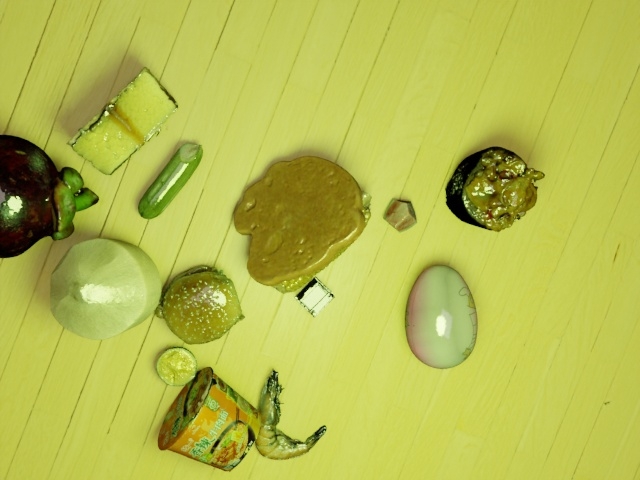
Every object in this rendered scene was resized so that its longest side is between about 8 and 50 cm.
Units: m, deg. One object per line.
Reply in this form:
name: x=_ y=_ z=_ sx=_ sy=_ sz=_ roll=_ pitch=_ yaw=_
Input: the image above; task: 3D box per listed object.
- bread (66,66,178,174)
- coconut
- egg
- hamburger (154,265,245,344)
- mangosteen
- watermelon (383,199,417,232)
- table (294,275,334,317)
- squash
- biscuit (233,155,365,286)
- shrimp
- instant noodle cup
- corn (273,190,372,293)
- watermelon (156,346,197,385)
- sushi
bread: x=-0.488 y=-0.299 z=1.537 sx=0.266 sy=0.142 sz=0.178 roll=-44 pitch=140 yaw=-4
coconut: x=-0.514 y=0.112 z=1.487 sx=0.238 sy=0.266 sz=0.237 roll=0 pitch=94 yaw=6
egg: x=0.320 y=0.202 z=1.653 sx=0.196 sy=0.196 sz=0.271 roll=12 pitch=85 yaw=-9
hamburger: x=-0.313 y=0.170 z=1.596 sx=0.215 sy=0.122 sz=0.189 roll=-20 pitch=97 yaw=-4
mangosteen: x=-0.715 y=-0.100 z=1.442 sx=0.311 sy=0.311 sz=0.311 roll=-1 pitch=95 yaw=-8
watermelon: x=0.222 y=-0.062 z=1.678 sx=0.092 sy=0.072 sz=0.084 roll=25 pitch=108 yaw=-14
table: x=-0.014 y=0.152 z=1.655 sx=0.083 sy=0.082 sz=0.070 roll=-45 pitch=98 yaw=-2
squash: x=-0.379 y=-0.152 z=1.586 sx=0.069 sy=0.069 sz=0.239 roll=38 pitch=90 yaw=-9
biscuit: x=-0.063 y=-0.056 z=1.566 sx=0.351 sy=0.057 sz=0.312 roll=-42 pitch=61 yaw=4
shrimp: x=-0.076 y=0.471 z=1.696 sx=0.198 sy=0.051 sz=0.261 roll=3 pitch=97 yaw=-15
instant noodle cup: x=-0.272 y=0.465 z=1.586 sx=0.182 sy=0.230 sz=0.230 roll=38 pitch=89 yaw=-17
corn: x=0.000 y=0.000 z=1.622 sx=0.347 sy=0.130 sz=0.130 roll=-45 pitch=99 yaw=0
watermelon: x=-0.373 y=0.322 z=1.630 sx=0.106 sy=0.062 sz=0.105 roll=-1 pitch=103 yaw=-7
sushi: x=0.457 y=-0.132 z=1.636 sx=0.200 sy=0.204 sz=0.213 roll=14 pitch=98 yaw=-13
